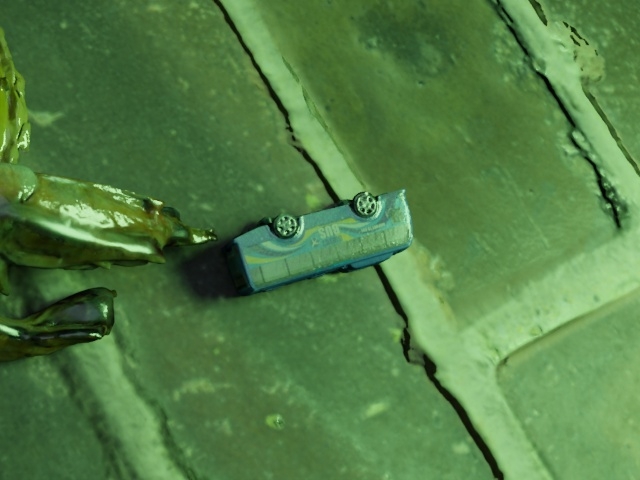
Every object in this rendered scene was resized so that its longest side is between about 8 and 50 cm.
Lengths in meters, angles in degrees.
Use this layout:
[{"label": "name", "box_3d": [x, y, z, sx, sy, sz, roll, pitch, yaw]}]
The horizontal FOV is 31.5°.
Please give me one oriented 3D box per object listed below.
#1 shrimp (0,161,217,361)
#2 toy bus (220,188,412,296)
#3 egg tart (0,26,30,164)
[{"label": "shrimp", "box_3d": [-0.192, 0.025, 0.806, 0.254, 0.059, 0.145, 13, 101, -37]}, {"label": "toy bus", "box_3d": [0.000, 0.000, 0.900, 0.153, 0.051, 0.061, -14, 87, -20]}, {"label": "egg tart", "box_3d": [-0.371, -0.097, 0.788, 0.342, 0.132, 0.341, 6, 67, -14]}]
